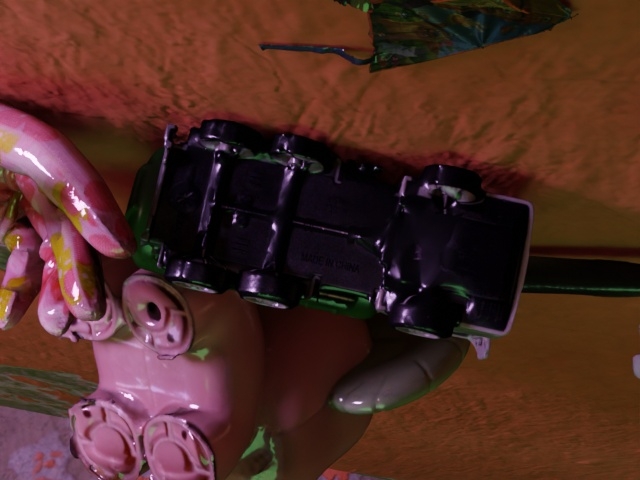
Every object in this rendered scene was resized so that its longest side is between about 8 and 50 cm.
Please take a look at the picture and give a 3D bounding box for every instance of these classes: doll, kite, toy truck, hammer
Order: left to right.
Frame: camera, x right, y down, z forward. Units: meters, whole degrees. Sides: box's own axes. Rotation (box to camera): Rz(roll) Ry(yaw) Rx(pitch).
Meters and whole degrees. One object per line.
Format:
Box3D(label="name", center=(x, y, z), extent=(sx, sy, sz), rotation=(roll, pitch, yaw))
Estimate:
Box3D(label="doll", center=(-0.050, 0.077, 1.037), extent=(0.284, 0.216, 0.268), rotation=(8, -156, 32))
Box3D(label="toy truck", center=(0.000, 0.000, 0.852), extent=(0.242, 0.101, 0.125), rotation=(12, 169, 1))
Box3D(label="kite", center=(0.032, -0.104, 0.615), extent=(0.160, 0.010, 0.183), rotation=(8, 165, 8))
Box3D(label="hammer", center=(0.219, 0.027, 0.917), extent=(0.287, 0.033, 0.111), rotation=(2, 172, 32))

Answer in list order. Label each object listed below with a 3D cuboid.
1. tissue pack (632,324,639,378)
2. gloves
Box3D(label="tissue pack", center=(0.356, 0.016, 0.564), extent=(0.388, 0.162, 0.287), rotation=(11, 168, -3))
Box3D(label="gloves", center=(-0.201, -0.029, 0.842), extent=(0.241, 0.126, 0.145), rotation=(6, 140, 26))
